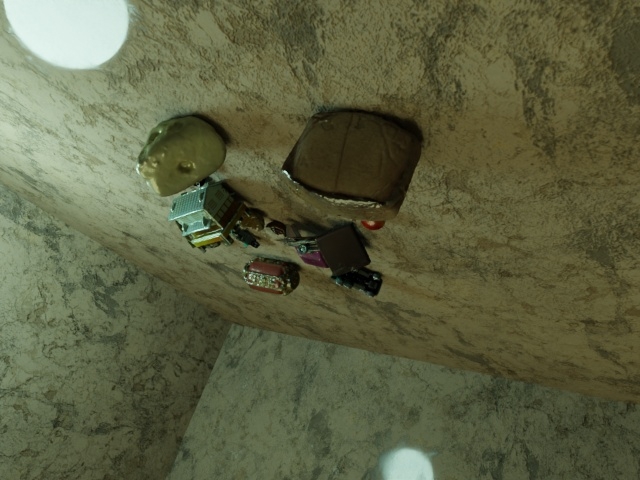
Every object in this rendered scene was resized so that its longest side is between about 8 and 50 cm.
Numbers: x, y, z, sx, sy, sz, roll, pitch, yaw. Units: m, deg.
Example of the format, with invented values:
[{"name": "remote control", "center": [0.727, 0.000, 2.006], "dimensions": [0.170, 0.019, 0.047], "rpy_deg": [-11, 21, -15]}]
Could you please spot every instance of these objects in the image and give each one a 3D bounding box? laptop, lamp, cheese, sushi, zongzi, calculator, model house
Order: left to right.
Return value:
[{"name": "cheese", "center": [-0.415, -0.286, 1.427], "dimensions": [0.248, 0.251, 0.173], "rpy_deg": [-22, 130, 7]}, {"name": "zongzi", "center": [-0.565, -0.036, 2.187], "dimensions": [0.187, 0.084, 0.184], "rpy_deg": [1, 141, 25]}, {"name": "model house", "center": [-0.411, -0.099, 1.733], "dimensions": [0.224, 0.198, 0.215], "rpy_deg": [-11, 131, 41]}, {"name": "lamp", "center": [-0.238, 0.173, 2.262], "dimensions": [0.274, 0.176, 0.177], "rpy_deg": [7, 154, 24]}, {"name": "sushi", "center": [-0.170, -0.046, 1.863], "dimensions": [0.099, 0.047, 0.050], "rpy_deg": [27, 153, -19]}, {"name": "calculator", "center": [-0.034, 0.073, 2.035], "dimensions": [0.127, 0.034, 0.190], "rpy_deg": [10, 156, 19]}, {"name": "laptop", "center": [0.083, 0.036, 1.714], "dimensions": [0.154, 0.026, 0.207], "rpy_deg": [-22, 128, 10]}]

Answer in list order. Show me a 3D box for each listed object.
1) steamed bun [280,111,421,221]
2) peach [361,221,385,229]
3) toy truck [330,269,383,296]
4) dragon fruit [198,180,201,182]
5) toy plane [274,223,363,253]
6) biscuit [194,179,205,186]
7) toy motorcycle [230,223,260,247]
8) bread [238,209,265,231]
[{"name": "steamed bun", "center": [0.077, -0.170, 1.163], "dimensions": [0.302, 0.251, 0.199], "rpy_deg": [18, 168, 15]}, {"name": "peach", "center": [0.166, -0.066, 1.521], "dimensions": [0.098, 0.061, 0.098], "rpy_deg": [11, 156, 5]}, {"name": "toy truck", "center": [0.148, 0.164, 2.000], "dimensions": [0.216, 0.110, 0.116], "rpy_deg": [23, 170, -7]}, {"name": "dragon fruit", "center": [-0.437, -0.254, 1.607], "dimensions": [0.112, 0.067, 0.126], "rpy_deg": [11, 147, -19]}, {"name": "toy plane", "center": [-0.001, 0.007, 1.769], "dimensions": [0.327, 0.104, 0.223], "rpy_deg": [9, -179, 18]}, {"name": "biscuit", "center": [-0.467, -0.229, 1.728], "dimensions": [0.087, 0.027, 0.089], "rpy_deg": [14, 158, 10]}, {"name": "toy motorcycle", "center": [-0.343, -0.018, 2.061], "dimensions": [0.100, 0.058, 0.173], "rpy_deg": [4, 151, 49]}, {"name": "bread", "center": [-0.266, -0.079, 1.837], "dimensions": [0.113, 0.082, 0.060], "rpy_deg": [8, -165, 33]}]
